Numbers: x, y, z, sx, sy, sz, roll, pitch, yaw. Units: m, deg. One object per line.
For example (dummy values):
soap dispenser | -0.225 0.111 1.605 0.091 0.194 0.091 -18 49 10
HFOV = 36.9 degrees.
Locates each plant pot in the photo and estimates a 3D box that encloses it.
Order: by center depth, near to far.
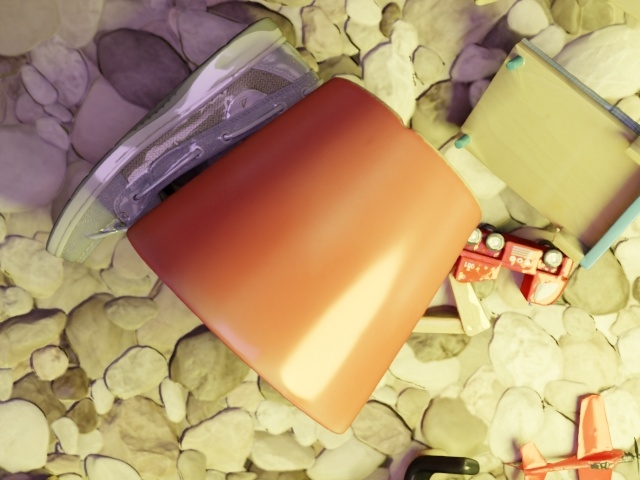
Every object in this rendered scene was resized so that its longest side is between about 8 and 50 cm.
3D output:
plant pot | 0.000 0.000 0.898 0.275 0.275 0.243 44 88 -8

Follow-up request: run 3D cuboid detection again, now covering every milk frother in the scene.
milk frother | 0.156 0.309 1.034 0.143 0.134 0.129 37 60 -24

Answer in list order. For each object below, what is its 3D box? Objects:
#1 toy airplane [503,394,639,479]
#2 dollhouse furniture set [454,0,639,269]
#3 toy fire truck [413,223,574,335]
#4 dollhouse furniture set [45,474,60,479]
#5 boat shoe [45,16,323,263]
toy airplane | 0.279 0.243 1.055 0.151 0.028 0.151 0 104 2
dollhouse furniture set | 0.256 -0.179 0.943 0.286 0.198 0.303 41 134 14
toy fire truck | 0.155 0.049 1.006 0.192 0.047 0.135 16 103 -2
dollhouse furniture set | -0.247 0.499 0.940 0.362 0.394 0.256 44 91 -8
boat shoe | -0.140 -0.081 0.954 0.320 0.118 0.103 -43 99 2
